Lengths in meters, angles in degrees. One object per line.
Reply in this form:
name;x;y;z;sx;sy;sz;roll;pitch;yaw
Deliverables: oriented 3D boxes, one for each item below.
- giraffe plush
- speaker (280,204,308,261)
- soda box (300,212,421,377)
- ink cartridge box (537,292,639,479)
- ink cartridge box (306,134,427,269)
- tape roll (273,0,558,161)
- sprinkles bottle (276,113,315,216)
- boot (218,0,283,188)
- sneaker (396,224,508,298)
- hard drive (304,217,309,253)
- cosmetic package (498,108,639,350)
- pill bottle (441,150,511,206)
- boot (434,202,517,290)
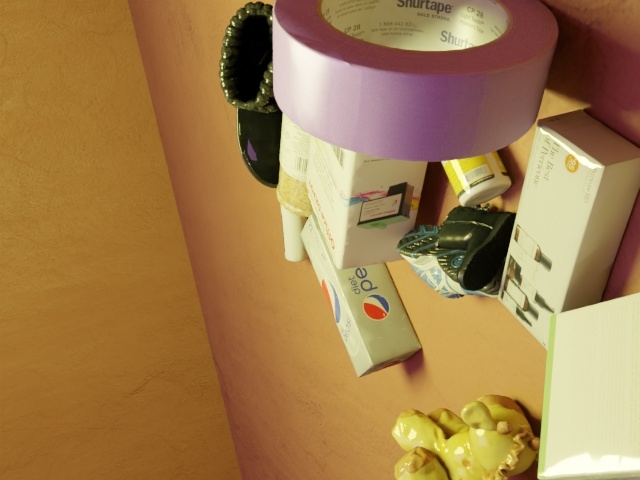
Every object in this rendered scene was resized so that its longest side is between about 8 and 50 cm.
giraffe plush;0.210;0.274;0.946;0.170;0.182;0.210;-63;31;31
speaker;-0.054;-0.025;1.539;0.055;0.055;0.136;-134;34;-52
soda box;0.064;0.083;1.246;0.091;0.098;0.286;119;131;-63
ink cartridge box;0.295;0.120;0.608;0.235;0.056;0.171;-28;38;50
ink cartridge box;0.062;-0.126;1.032;0.278;0.117;0.201;95;162;-44
tape roll;0.090;-0.190;0.724;0.275;0.275;0.090;-126;29;-44
sprinkles bottle;-0.006;-0.198;1.190;0.355;0.121;0.121;98;149;-48
boot;-0.099;-0.241;1.279;0.260;0.131;0.347;-104;5;-73
sneaker;0.189;0.036;0.946;0.081;0.080;0.211;56;167;-26
hard drive;0.000;0.000;1.461;0.135;0.022;0.094;101;147;-50
cosmetic package;0.252;-0.004;0.745;0.099;0.061;0.239;51;150;45
pill bottle;0.176;-0.104;0.863;0.065;0.065;0.116;124;128;-64
boot;0.178;0.005;0.874;0.045;0.121;0.099;46;162;-29
